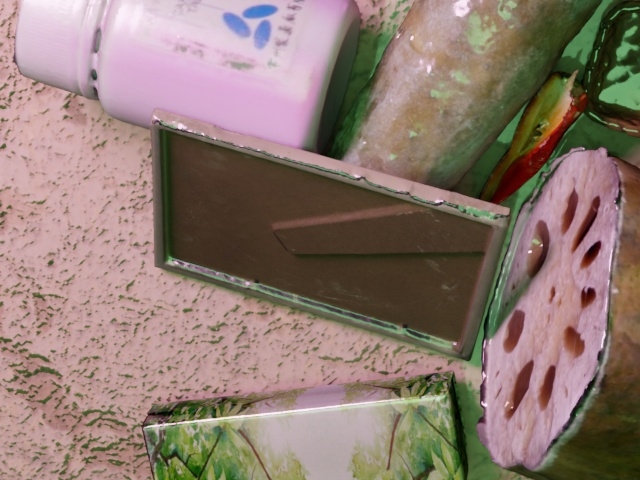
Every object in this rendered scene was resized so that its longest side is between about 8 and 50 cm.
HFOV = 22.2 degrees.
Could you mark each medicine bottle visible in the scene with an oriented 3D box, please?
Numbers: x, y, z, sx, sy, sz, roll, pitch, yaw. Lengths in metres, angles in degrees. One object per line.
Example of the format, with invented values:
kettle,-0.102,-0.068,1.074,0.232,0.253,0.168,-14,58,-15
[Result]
medicine bottle,-0.106,-0.158,1.315,0.254,0.152,0.152,18,105,6

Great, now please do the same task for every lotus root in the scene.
lotus root,0.245,0.075,1.267,0.192,0.272,0.272,18,105,-6

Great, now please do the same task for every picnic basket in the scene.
picnic basket,0.308,-0.123,1.295,0.193,0.055,0.110,18,108,6

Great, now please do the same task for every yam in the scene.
yam,0.110,-0.143,1.296,0.133,0.133,0.330,36,109,1

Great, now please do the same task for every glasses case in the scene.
glasses case,-0.012,0.176,1.417,0.272,0.062,0.095,-7,107,12

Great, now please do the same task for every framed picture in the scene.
framed picture,0.000,0.000,1.330,0.289,0.016,0.213,16,146,7

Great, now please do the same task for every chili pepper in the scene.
chili pepper,0.171,-0.075,1.323,0.178,0.027,0.045,-58,46,37
